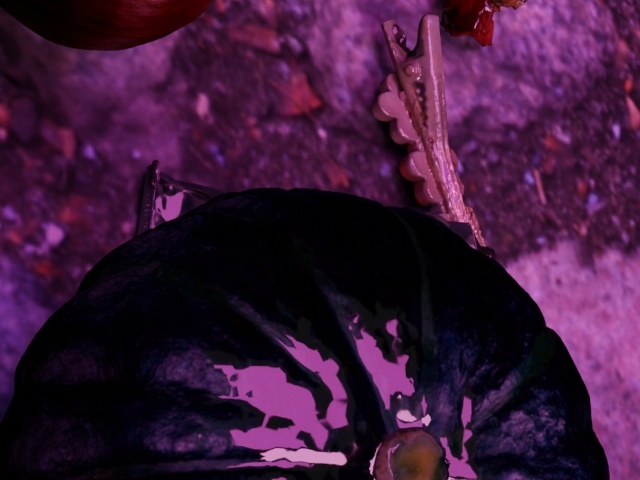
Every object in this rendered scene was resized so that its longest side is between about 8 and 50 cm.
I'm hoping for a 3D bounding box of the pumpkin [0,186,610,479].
[{"bbox_3d":[-0.009,0.151,0.984,0.363,0.266,0.363,9,73,-31],"label":"pumpkin"}]

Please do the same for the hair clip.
[{"bbox_3d":[0.080,-0.061,1.243,0.062,0.056,0.213,-10,87,-50],"label":"hair clip"}]

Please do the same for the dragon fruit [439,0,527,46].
[{"bbox_3d":[0.119,-0.247,1.300,0.122,0.092,0.192,17,65,-26],"label":"dragon fruit"}]

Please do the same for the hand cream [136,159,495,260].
[{"bbox_3d":[0.000,-0.001,1.143,0.248,0.052,0.075,8,51,-14],"label":"hand cream"}]

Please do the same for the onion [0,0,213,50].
[{"bbox_3d":[-0.174,-0.244,1.028,0.285,0.273,0.273,-14,81,-16],"label":"onion"}]
